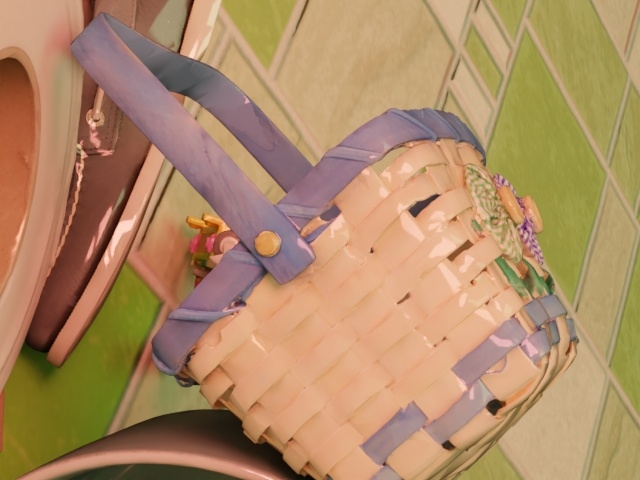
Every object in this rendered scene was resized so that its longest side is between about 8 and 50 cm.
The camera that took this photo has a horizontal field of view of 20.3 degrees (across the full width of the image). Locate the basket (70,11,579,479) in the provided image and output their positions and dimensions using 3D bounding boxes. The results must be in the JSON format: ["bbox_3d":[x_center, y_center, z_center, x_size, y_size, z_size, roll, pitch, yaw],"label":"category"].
[{"bbox_3d":[0.000,0.000,0.978,0.289,0.201,0.255,44,9,10],"label":"basket"}]

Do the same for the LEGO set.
[{"bbox_3d":[-0.042,0.054,1.241,0.287,0.132,0.107,36,70,-78],"label":"LEGO set"}]

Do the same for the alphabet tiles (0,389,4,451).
[{"bbox_3d":[-0.256,0.015,0.992,0.237,0.009,0.198,13,75,-57],"label":"alphabet tiles"}]

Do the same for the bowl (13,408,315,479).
[{"bbox_3d":[-0.064,0.221,1.041,0.163,0.312,0.311,-68,143,-65],"label":"bowl"}]

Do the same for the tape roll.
[{"bbox_3d":[-0.205,-0.029,0.863,0.286,0.100,0.286,12,90,-83],"label":"tape roll"}]

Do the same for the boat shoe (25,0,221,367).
[{"bbox_3d":[-0.142,-0.075,1.135,0.099,0.116,0.319,21,69,-8],"label":"boat shoe"}]
